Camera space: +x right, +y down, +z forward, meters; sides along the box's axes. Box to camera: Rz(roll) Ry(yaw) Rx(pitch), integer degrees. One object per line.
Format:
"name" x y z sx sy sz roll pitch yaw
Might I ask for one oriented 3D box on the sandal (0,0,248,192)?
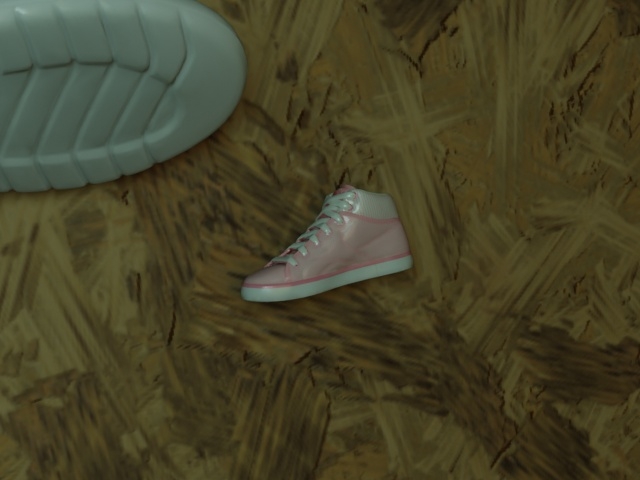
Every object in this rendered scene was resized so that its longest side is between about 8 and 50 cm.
"sandal" -0.243 -0.105 0.847 0.416 0.169 0.102 -9 57 -23

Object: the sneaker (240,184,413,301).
"sneaker" 0.000 0.000 0.998 0.134 0.051 0.070 -14 98 -26
